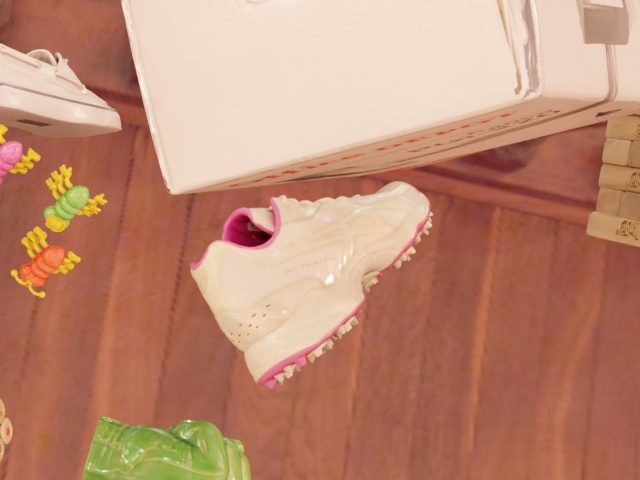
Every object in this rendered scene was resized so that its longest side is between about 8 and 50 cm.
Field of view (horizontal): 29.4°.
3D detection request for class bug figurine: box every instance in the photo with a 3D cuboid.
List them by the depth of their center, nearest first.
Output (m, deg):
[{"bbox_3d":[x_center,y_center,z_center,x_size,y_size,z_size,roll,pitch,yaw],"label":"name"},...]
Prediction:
[{"bbox_3d":[-0.462,-0.047,1.824,0.279,0.072,0.216,38,115,-20],"label":"bug figurine"}]

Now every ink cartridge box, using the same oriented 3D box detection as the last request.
[{"bbox_3d":[0.046,-0.083,0.521,0.218,0.159,0.092,-8,85,-61],"label":"ink cartridge box"}]

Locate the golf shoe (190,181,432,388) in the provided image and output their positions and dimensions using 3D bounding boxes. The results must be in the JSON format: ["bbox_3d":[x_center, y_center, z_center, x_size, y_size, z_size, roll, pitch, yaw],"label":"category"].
[{"bbox_3d":[0.000,0.000,1.084,0.140,0.115,0.306,46,36,-1],"label":"golf shoe"}]

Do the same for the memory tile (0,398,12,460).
[{"bbox_3d":[-0.457,0.244,1.663,0.012,0.113,0.148,-5,123,10],"label":"memory tile"}]

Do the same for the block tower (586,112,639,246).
[{"bbox_3d":[0.259,-0.158,0.790,0.097,0.091,0.335,7,95,-24],"label":"block tower"}]

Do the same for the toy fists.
[{"bbox_3d":[-0.138,0.230,1.117,0.142,0.279,0.096,15,61,-3],"label":"toy fists"}]

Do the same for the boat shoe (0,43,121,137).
[{"bbox_3d":[-0.295,-0.164,1.319,0.095,0.258,0.084,-4,85,17],"label":"boat shoe"}]
